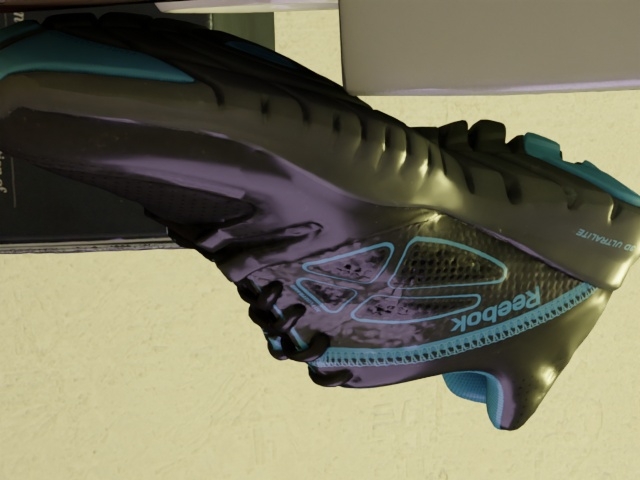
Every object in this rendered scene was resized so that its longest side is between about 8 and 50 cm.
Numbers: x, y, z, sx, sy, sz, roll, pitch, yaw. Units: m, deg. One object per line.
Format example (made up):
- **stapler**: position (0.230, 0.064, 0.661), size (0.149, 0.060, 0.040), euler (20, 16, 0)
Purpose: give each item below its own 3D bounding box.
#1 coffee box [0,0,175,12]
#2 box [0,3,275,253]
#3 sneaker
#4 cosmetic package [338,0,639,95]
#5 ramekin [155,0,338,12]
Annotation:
- **coffee box**: position (-0.177, -0.146, 0.689), size (0.297, 0.119, 0.168), euler (0, -173, 20)
- **box**: position (-0.293, -0.146, 1.607), size (0.471, 0.298, 0.480), euler (0, -175, 4)
- **sneaker**: position (0.000, 0.000, 0.774), size (0.340, 0.140, 0.125), euler (17, -165, -31)
- **cosmetic package**: position (0.170, -0.158, 0.877), size (0.230, 0.162, 0.453), euler (0, -175, 16)
- **ramekin**: position (-0.023, -0.201, 1.121), size (0.207, 0.109, 0.207), euler (-2, -175, 0)
